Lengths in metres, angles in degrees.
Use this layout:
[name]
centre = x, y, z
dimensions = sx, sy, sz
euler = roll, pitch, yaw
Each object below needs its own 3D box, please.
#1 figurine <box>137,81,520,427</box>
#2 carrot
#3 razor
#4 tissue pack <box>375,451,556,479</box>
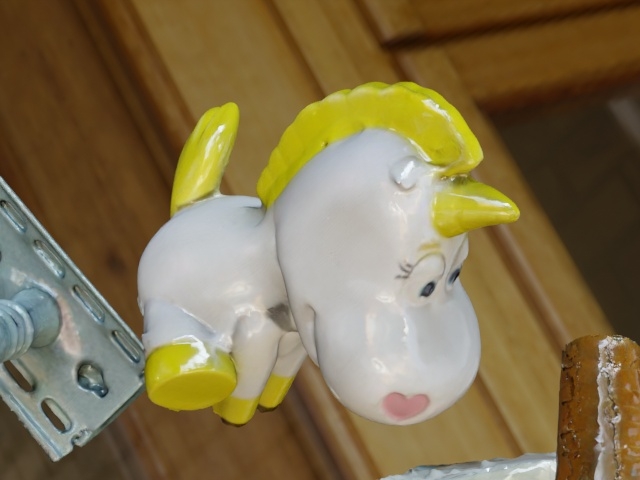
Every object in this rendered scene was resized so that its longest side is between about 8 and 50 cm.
[figurine]
centre = 0.003, 0.007, 0.706
dimensions = 0.178, 0.129, 0.109
euler = -4, 7, 46
[carrot]
centre = 0.128, 0.122, 0.825
dimensions = 0.055, 0.161, 0.055
euler = -3, -13, -1
[razor]
centre = -0.154, 0.047, 0.667
dimensions = 0.068, 0.106, 0.232
euler = -44, -8, 21
[tissue pack]
centre = 0.063, 0.316, 1.032
dimensions = 0.297, 0.380, 0.207
euler = -13, -10, 19
